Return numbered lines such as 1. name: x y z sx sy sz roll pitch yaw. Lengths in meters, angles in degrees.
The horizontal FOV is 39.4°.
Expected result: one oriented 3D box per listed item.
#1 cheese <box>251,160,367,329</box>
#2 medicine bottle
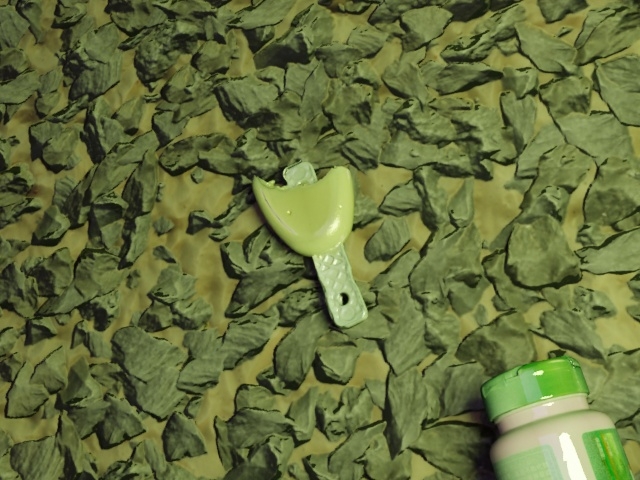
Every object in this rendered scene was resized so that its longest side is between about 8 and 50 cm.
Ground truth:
1. cheese: 0.000 0.000 1.104 0.127 0.050 0.235 -23 66 11
2. medicine bottle: 0.249 0.259 0.886 0.133 0.133 0.274 -21 69 13
